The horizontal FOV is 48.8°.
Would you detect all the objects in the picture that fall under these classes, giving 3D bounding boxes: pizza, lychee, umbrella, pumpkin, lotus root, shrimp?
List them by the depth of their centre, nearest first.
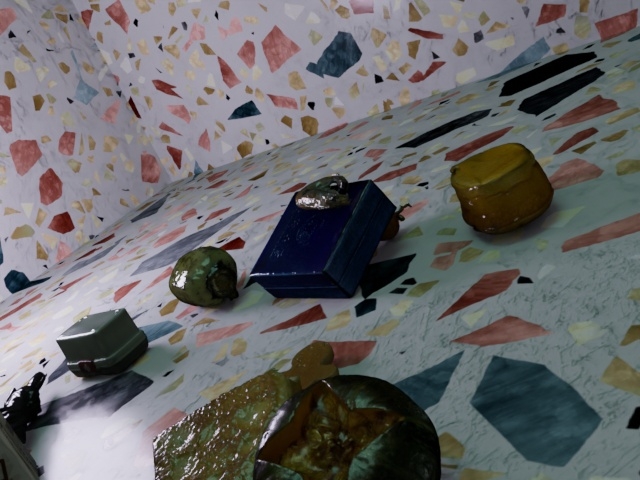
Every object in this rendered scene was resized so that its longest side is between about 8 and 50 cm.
[{"bbox_3d":[0.035,0.280,0.877,0.237,0.159,0.238,-16,40,14],"label":"pumpkin"},{"bbox_3d":[-0.121,0.335,1.044,0.257,0.087,0.268,-31,28,2],"label":"pizza"},{"bbox_3d":[0.020,-0.112,1.610,0.126,0.048,0.223,-39,24,-19],"label":"shrimp"},{"bbox_3d":[-0.716,0.400,1.675,0.118,0.118,0.340,-25,18,4],"label":"umbrella"},{"bbox_3d":[0.155,-0.058,1.734,0.140,0.101,0.114,-44,16,6],"label":"lychee"},{"bbox_3d":[-0.324,0.104,1.902,0.173,0.173,0.309,-35,12,-25],"label":"lotus root"}]

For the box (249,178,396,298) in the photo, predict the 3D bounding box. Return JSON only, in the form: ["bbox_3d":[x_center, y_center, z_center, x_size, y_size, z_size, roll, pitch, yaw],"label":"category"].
[{"bbox_3d":[0.000,0.000,1.652,0.279,0.116,0.262,-6,50,49],"label":"box"}]

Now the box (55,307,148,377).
[{"bbox_3d":[-0.556,0.261,1.798,0.210,0.129,0.148,-14,21,37],"label":"box"}]

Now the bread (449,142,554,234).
[{"bbox_3d":[0.385,-0.110,1.507,0.195,0.143,0.270,-27,16,6],"label":"bread"}]

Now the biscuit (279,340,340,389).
[{"bbox_3d":[-0.039,0.260,1.239,0.158,0.035,0.240,-12,23,31],"label":"biscuit"}]

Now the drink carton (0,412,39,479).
[{"bbox_3d":[-0.732,0.475,1.340,0.324,0.194,0.132,-32,20,-18],"label":"drink carton"}]
